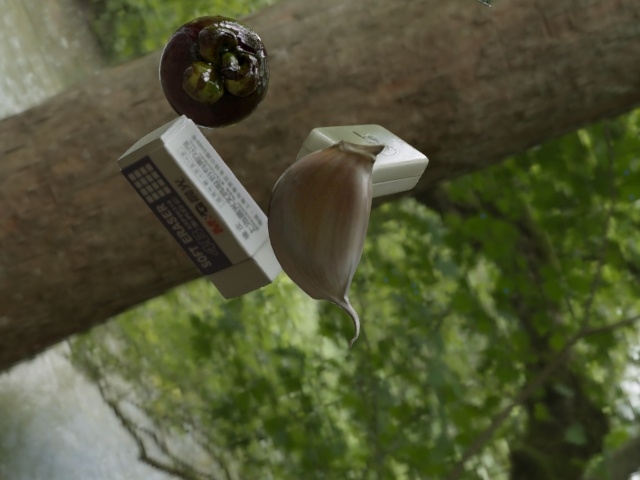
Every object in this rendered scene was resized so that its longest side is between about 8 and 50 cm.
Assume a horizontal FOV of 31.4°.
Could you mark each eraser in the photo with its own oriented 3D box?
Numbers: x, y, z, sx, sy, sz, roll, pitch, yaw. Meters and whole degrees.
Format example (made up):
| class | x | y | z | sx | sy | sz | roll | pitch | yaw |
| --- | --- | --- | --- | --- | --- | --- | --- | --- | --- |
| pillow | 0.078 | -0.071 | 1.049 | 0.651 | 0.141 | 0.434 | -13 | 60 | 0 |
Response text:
| class | x | y | z | sx | sy | sz | roll | pitch | yaw |
| --- | --- | --- | --- | --- | --- | --- | --- | --- | --- |
| eraser | -0.175 | -0.047 | 1.735 | 0.279 | 0.124 | 0.081 | 53 | 46 | -16 |

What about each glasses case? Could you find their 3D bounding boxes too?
| class | x | y | z | sx | sy | sz | roll | pitch | yaw |
| --- | --- | --- | --- | --- | --- | --- | --- | --- | --- |
| glasses case | 0.080 | -0.140 | 1.999 | 0.131 | 0.070 | 0.313 | 36 | 19 | 17 |

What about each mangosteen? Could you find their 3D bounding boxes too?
| class | x | y | z | sx | sy | sz | roll | pitch | yaw |
| --- | --- | --- | --- | --- | --- | --- | --- | --- | --- |
| mangosteen | -0.195 | -0.313 | 2.128 | 0.257 | 0.215 | 0.215 | -134 | -158 | -77 |

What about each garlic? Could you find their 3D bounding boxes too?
| class | x | y | z | sx | sy | sz | roll | pitch | yaw |
| --- | --- | --- | --- | --- | --- | --- | --- | --- | --- |
| garlic | -0.001 | 0.004 | 1.485 | 0.148 | 0.128 | 0.266 | 180 | -90 | -72 |

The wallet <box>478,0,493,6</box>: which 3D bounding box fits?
| class | x | y | z | sx | sy | sz | roll | pitch | yaw |
| --- | --- | --- | --- | --- | --- | --- | --- | --- | --- |
| wallet | 0.179 | -0.537 | 2.004 | 0.309 | 0.077 | 0.223 | 23 | 27 | -37 |
